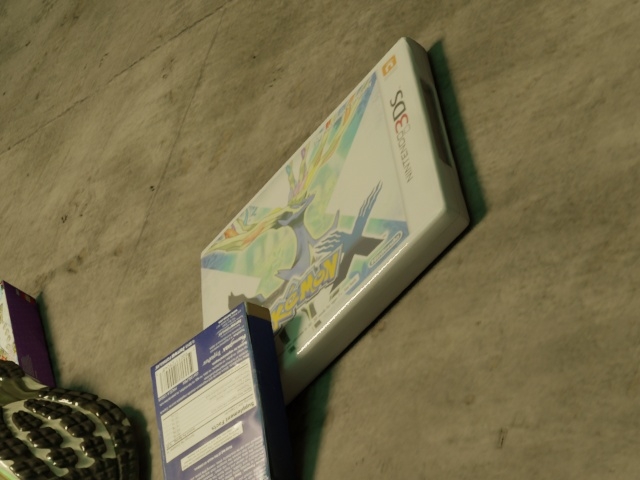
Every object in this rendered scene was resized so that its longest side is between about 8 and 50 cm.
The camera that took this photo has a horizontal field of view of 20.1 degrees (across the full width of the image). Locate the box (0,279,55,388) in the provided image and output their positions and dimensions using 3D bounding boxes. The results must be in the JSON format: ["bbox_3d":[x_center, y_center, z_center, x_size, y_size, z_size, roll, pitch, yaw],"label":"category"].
[{"bbox_3d":[-0.408,0.196,2.187,0.201,0.057,0.293,-52,26,11],"label":"box"}]

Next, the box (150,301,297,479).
[{"bbox_3d":[-0.085,0.182,1.577,0.136,0.036,0.225,-35,49,34],"label":"box"}]

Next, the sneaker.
[{"bbox_3d":[-0.309,0.251,1.898,0.410,0.158,0.182,20,119,54],"label":"sneaker"}]

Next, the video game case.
[{"bbox_3d":[0.000,0.000,1.686,0.329,0.036,0.300,-46,27,24],"label":"video game case"}]
